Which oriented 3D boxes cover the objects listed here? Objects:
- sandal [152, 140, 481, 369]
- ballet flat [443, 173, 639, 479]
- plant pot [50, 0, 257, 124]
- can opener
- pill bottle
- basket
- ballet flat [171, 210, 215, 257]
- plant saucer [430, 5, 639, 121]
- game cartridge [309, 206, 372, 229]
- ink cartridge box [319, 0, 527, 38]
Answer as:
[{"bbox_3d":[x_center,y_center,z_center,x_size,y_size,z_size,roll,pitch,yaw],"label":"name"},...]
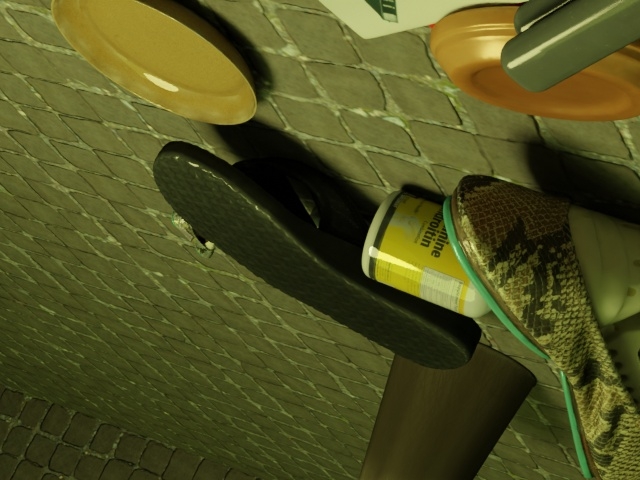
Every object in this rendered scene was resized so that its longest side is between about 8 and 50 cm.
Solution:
[{"bbox_3d":[0.000,0.001,1.774,0.445,0.107,0.167,33,155,-21],"label":"sandal"},{"bbox_3d":[0.286,0.082,1.533,0.182,0.164,0.483,-16,135,19],"label":"ballet flat"},{"bbox_3d":[-0.166,-0.199,1.587,0.236,0.032,0.236,23,161,8],"label":"plant pot"},{"bbox_3d":[0.233,-0.163,0.980,0.093,0.074,0.280,42,141,-22],"label":"can opener"},{"bbox_3d":[0.145,0.022,1.649,0.184,0.103,0.103,21,161,15],"label":"pill bottle"},{"bbox_3d":[0.154,0.254,2.065,0.204,0.227,0.154,16,159,27],"label":"basket"},{"bbox_3d":[-0.160,-0.009,2.079,0.041,0.041,0.114,15,159,31],"label":"ballet flat"},{"bbox_3d":[0.182,-0.132,1.202,0.200,0.037,0.200,10,170,2],"label":"plant saucer"},{"bbox_3d":[0.020,-0.025,1.830,0.056,0.017,0.083,30,161,-20],"label":"game cartridge"},{"bbox_3d":[0.119,-0.196,1.176,0.239,0.060,0.275,38,158,-27],"label":"ink cartridge box"}]
